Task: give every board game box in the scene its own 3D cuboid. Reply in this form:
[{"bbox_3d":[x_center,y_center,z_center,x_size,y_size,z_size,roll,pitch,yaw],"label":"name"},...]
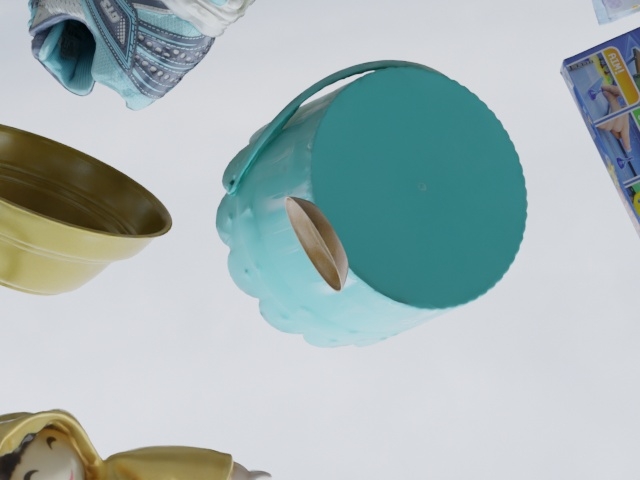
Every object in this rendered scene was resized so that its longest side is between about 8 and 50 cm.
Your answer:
[{"bbox_3d":[0.290,-0.075,1.121,0.136,0.201,0.035,-23,171,1],"label":"board game box"}]

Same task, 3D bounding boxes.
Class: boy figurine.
[{"bbox_3d":[-0.098,0.193,0.872,0.177,0.285,0.092,-51,-168,-28],"label":"boy figurine"}]

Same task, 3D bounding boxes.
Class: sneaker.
[{"bbox_3d":[-0.161,-0.169,0.964,0.110,0.122,0.283,34,180,-36],"label":"sneaker"}]

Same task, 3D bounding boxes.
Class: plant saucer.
[{"bbox_3d":[0.000,0.000,1.096,0.015,0.083,0.083,-29,-162,-12],"label":"plant saucer"}]

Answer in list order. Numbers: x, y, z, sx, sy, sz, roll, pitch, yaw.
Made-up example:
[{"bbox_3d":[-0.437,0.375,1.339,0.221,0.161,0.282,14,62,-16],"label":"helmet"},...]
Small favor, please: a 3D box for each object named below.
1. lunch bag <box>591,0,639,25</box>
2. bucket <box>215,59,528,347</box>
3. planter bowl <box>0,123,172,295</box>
[{"bbox_3d":[0.199,-0.185,0.940,0.083,0.071,0.053,-30,-167,-30],"label":"lunch bag"},{"bbox_3d":[0.056,-0.034,1.433,0.281,0.281,0.183,-16,176,-30],"label":"bucket"},{"bbox_3d":[-0.239,-0.015,1.190,0.217,0.090,0.217,23,-165,-6],"label":"planter bowl"}]
